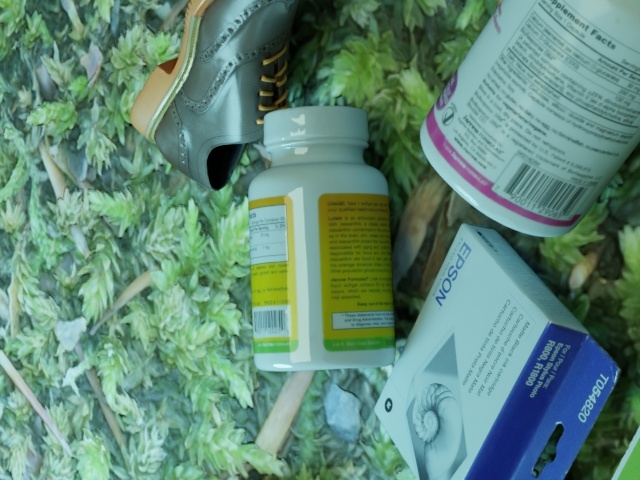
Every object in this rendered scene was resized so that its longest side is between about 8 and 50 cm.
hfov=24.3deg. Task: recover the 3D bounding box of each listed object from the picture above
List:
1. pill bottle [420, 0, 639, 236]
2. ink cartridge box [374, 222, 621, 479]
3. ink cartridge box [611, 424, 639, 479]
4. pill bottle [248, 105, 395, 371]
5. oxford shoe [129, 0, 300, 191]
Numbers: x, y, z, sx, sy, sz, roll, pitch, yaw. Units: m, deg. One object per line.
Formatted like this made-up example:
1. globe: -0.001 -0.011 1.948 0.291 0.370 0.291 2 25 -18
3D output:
1. pill bottle: 0.217 -0.155 1.208 0.160 0.160 0.283 49 122 27
2. ink cartridge box: 0.147 0.134 1.325 0.224 0.045 0.223 52 126 49
3. ink cartridge box: 0.337 0.281 1.175 0.255 0.097 0.189 36 114 34
4. pill bottle: 0.000 0.000 1.425 0.136 0.136 0.246 -5 85 42
5. oxford shoe: -0.065 -0.183 1.474 0.133 0.130 0.364 50 142 8
